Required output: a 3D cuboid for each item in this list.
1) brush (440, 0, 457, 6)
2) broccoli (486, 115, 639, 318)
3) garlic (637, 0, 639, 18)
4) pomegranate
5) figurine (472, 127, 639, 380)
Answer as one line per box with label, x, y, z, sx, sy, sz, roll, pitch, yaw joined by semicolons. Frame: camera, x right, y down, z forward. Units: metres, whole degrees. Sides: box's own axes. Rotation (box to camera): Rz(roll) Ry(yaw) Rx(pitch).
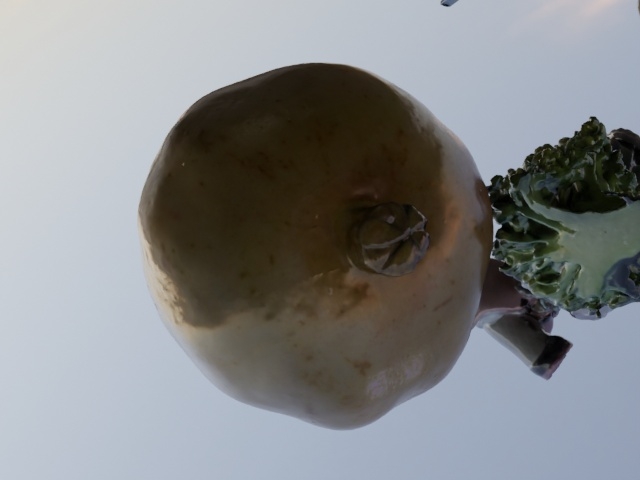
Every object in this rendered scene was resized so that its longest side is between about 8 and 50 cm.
brush;0.227;-0.402;2.293;0.164;0.051;0.014;164;-57;-75
broccoli;0.343;-0.045;1.691;0.273;0.242;0.180;-31;-163;49
garlic;0.398;-0.194;1.202;0.317;0.259;0.317;-158;-90;-90
pomegranate;0.000;0.000;1.533;0.412;0.411;0.411;-29;-159;13
figurine;0.344;0.021;2.024;0.361;0.211;0.253;-51;-134;41
